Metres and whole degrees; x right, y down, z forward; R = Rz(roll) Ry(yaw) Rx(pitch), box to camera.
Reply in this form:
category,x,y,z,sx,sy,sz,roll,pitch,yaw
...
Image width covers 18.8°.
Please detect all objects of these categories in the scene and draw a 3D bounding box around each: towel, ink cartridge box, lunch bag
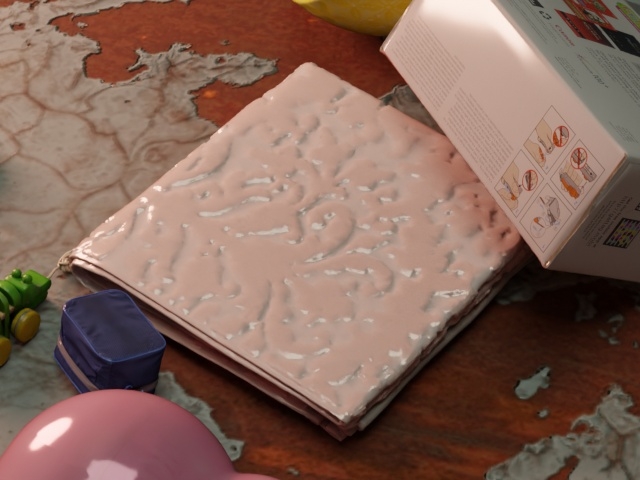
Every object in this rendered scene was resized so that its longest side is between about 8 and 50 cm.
category,x,y,z,sx,sy,sz,roll,pitch,yaw
towel,0.000,0.000,1.719,0.317,0.053,0.332,31,53,25
ink cartridge box,0.250,-0.105,1.738,0.272,0.130,0.309,9,35,-39
lunch bag,-0.175,0.097,1.616,0.067,0.065,0.098,-12,44,-33

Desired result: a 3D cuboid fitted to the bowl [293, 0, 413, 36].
category,x,y,z,sx,sy,sz,roll,pitch,yaw
bowl,0.121,-0.298,1.915,0.156,0.289,0.289,40,43,-22

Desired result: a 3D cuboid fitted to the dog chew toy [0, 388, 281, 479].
category,x,y,z,sx,sy,sz,roll,pitch,yaw
dog chew toy,-0.081,0.245,1.388,0.332,0.206,0.206,26,51,13

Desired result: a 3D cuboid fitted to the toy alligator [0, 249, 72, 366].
category,x,y,z,sx,sy,sz,roll,pitch,yaw
toy alligator,-0.267,0.051,1.666,0.056,0.051,0.189,27,51,23
